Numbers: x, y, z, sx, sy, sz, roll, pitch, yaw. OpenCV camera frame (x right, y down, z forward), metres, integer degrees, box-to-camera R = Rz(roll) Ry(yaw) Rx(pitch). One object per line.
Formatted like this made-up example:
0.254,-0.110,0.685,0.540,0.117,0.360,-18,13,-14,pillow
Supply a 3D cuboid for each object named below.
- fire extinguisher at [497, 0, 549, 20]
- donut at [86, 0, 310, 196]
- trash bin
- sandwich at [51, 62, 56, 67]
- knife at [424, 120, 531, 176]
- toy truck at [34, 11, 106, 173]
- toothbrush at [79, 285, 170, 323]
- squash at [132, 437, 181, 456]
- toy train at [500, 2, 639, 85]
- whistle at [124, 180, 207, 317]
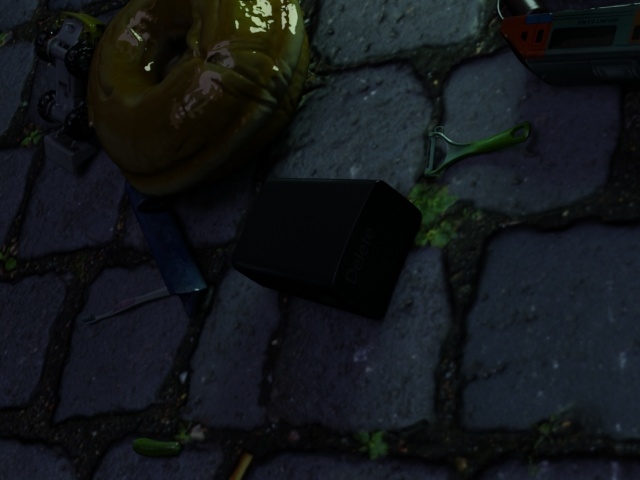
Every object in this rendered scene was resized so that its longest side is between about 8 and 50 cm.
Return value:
0.273,-0.327,1.539,0.078,0.045,0.157,-12,50,-11,fire extinguisher
-0.207,-0.277,1.814,0.448,0.198,0.449,-21,54,32,donut
0.000,0.000,1.538,0.225,0.115,0.165,10,72,45,trash bin
-0.430,-0.334,2.120,0.113,0.079,0.163,-51,46,5,sandwich
0.212,-0.132,1.497,0.166,0.022,0.078,-11,66,37,knife
-0.444,-0.272,2.033,0.136,0.111,0.286,30,123,39,toy truck
-0.310,0.105,1.805,0.204,0.022,0.017,-19,57,28,toothbrush
-0.239,0.303,1.623,0.089,0.027,0.027,-1,65,36,squash
0.400,-0.236,1.355,0.409,0.086,0.089,4,71,41,toy train
-0.246,0.001,1.781,0.062,0.062,0.304,-43,46,13,whistle
